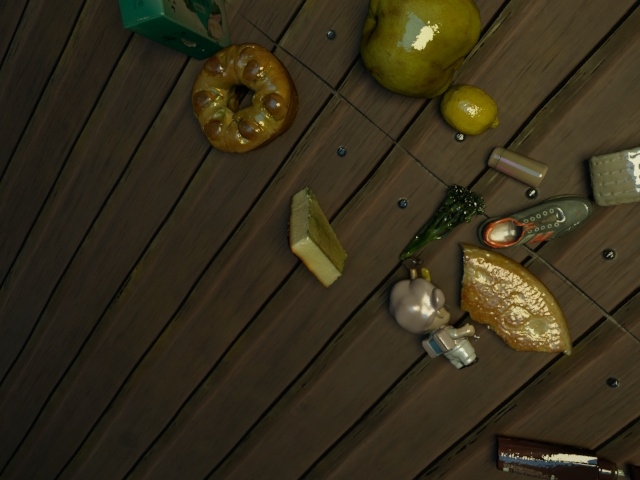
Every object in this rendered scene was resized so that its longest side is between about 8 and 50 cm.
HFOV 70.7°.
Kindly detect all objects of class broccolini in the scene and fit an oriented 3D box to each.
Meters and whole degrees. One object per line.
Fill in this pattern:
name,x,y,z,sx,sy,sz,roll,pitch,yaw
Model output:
broccolini,0.230,-0.026,0.876,0.058,0.073,0.201,19,131,-25

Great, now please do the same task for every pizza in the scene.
pizza,0.351,0.114,0.835,0.271,0.056,0.134,36,106,11

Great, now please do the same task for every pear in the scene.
pear,0.163,-0.344,0.770,0.200,0.200,0.199,3,98,20

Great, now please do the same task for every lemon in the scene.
lemon,0.267,-0.230,0.805,0.111,0.082,0.082,37,108,5

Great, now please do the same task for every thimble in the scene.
thimble,0.502,-0.105,0.725,0.115,0.102,0.090,-11,94,51

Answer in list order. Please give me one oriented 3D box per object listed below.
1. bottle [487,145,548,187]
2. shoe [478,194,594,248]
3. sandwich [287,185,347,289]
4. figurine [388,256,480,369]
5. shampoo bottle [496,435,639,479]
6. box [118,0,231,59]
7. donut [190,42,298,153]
bottle,0.351,-0.133,0.808,0.097,0.045,0.045,29,106,17
shoe,0.377,-0.027,0.793,0.195,0.077,0.074,-17,90,22
sandwich,0.000,0.000,0.935,0.058,0.192,0.162,-29,123,18
figurine,0.206,0.148,0.865,0.112,0.137,0.229,-33,77,-21
shampoo bottle,0.451,0.410,0.831,0.237,0.068,0.066,0,95,20
box,-0.283,-0.468,0.892,0.092,0.245,0.153,-7,96,19
donut,-0.157,-0.292,0.939,0.227,0.114,0.226,3,99,21
